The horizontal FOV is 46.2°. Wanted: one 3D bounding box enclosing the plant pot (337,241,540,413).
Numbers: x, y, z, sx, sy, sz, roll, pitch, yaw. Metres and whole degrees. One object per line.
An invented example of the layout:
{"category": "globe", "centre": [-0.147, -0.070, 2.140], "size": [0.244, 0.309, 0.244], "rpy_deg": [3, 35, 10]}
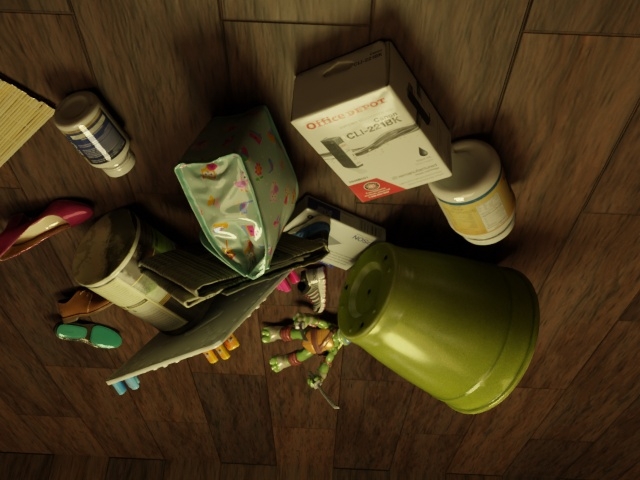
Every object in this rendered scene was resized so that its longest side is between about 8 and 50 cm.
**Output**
{"category": "plant pot", "centre": [0.244, 0.170, 1.734], "size": [0.353, 0.366, 0.366], "rpy_deg": [24, 142, -22]}

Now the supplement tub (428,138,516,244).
{"category": "supplement tub", "centre": [0.309, -0.093, 1.508], "size": [0.144, 0.144, 0.199], "rpy_deg": [-12, 144, 22]}

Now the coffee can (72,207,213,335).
{"category": "coffee can", "centre": [-0.411, 0.079, 1.775], "size": [0.202, 0.201, 0.275], "rpy_deg": [-18, 141, 28]}

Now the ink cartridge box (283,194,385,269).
{"category": "ink cartridge box", "centre": [0.000, 0.000, 1.764], "size": [0.223, 0.045, 0.224], "rpy_deg": [21, 143, -25]}

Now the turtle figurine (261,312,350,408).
{"category": "turtle figurine", "centre": [-0.055, 0.302, 2.073], "size": [0.266, 0.274, 0.198], "rpy_deg": [-13, 129, 38]}

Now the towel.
{"category": "towel", "centre": [-0.186, 0.048, 1.575], "size": [0.312, 0.056, 0.324], "rpy_deg": [-17, -163, -29]}

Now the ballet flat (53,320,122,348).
{"category": "ballet flat", "centre": [-0.693, 0.276, 2.232], "size": [0.203, 0.074, 0.074], "rpy_deg": [16, 145, -30]}

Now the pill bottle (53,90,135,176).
{"category": "pill bottle", "centre": [-0.429, -0.199, 1.450], "size": [0.094, 0.094, 0.169], "rpy_deg": [-8, 145, 16]}

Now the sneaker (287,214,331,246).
{"category": "sneaker", "centre": [-0.034, 0.012, 1.667], "size": [0.058, 0.084, 0.152], "rpy_deg": [30, 137, -31]}

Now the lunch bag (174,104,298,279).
{"category": "lunch bag", "centre": [-0.141, -0.087, 1.417], "size": [0.160, 0.223, 0.262], "rpy_deg": [-9, 122, 18]}

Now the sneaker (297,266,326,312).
{"category": "sneaker", "centre": [-0.022, 0.127, 1.946], "size": [0.075, 0.063, 0.170], "rpy_deg": [2, 142, 1]}

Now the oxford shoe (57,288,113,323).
{"category": "oxford shoe", "centre": [-0.628, 0.162, 2.048], "size": [0.212, 0.076, 0.076], "rpy_deg": [-19, 102, 14]}

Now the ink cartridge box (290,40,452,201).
{"category": "ink cartridge box", "centre": [0.098, -0.208, 1.375], "size": [0.197, 0.114, 0.273], "rpy_deg": [-16, 141, 27]}

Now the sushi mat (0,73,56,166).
{"category": "sushi mat", "centre": [-0.666, -0.226, 1.498], "size": [0.151, 0.019, 0.317], "rpy_deg": [29, 139, -35]}

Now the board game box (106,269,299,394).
{"category": "board game box", "centre": [-0.278, 0.215, 1.841], "size": [0.390, 0.390, 0.050], "rpy_deg": [-23, 103, 33]}

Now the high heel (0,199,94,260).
{"category": "high heel", "centre": [-0.632, -0.020, 1.719], "size": [0.244, 0.117, 0.082], "rpy_deg": [-7, 145, 15]}
